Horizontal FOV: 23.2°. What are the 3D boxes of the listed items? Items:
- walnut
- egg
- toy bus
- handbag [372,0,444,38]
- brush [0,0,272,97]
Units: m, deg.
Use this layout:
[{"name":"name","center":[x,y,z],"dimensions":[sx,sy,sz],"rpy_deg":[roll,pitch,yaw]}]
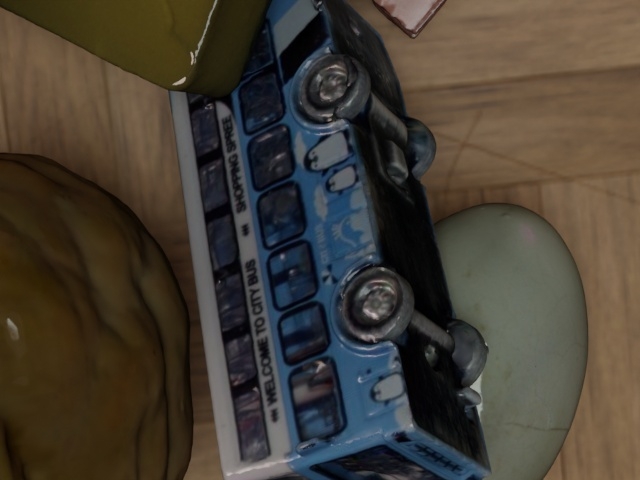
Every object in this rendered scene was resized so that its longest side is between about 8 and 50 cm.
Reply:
[{"name":"walnut","center":[-0.216,0.086,0.881],"dimensions":[0.296,0.285,0.285],"rpy_deg":[-20,98,-20]},{"name":"egg","center":[0.082,0.077,0.935],"dimensions":[0.151,0.151,0.209],"rpy_deg":[22,95,-3]},{"name":"toy bus","center":[0.000,0.000,0.863],"dimensions":[0.131,0.106,0.297],"rpy_deg":[-24,57,22]},{"name":"handbag","center":[0.020,-0.241,0.937],"dimensions":[0.212,0.059,0.157],"rpy_deg":[39,95,-4]},{"name":"brush","center":[-0.107,-0.167,0.896],"dimensions":[0.197,0.059,0.123],"rpy_deg":[29,102,37]}]
